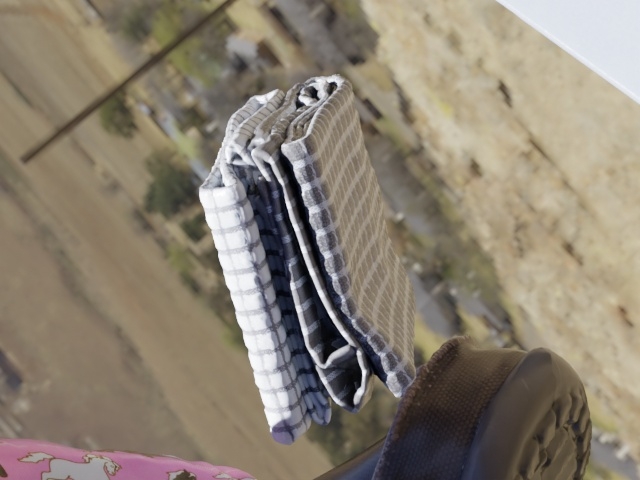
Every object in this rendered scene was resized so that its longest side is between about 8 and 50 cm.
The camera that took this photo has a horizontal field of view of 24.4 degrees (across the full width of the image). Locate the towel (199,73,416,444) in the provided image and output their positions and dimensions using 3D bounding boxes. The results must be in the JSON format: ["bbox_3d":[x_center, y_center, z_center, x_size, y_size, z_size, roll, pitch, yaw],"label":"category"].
[{"bbox_3d":[0.000,0.000,1.223,0.284,0.121,0.235,-75,-30,-72],"label":"towel"}]

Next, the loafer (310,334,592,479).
[{"bbox_3d":[0.001,0.168,0.653,0.130,0.134,0.366,33,132,13],"label":"loafer"}]

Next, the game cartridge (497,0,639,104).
[{"bbox_3d":[0.199,-0.200,0.637,0.198,0.297,0.062,40,-156,15],"label":"game cartridge"}]

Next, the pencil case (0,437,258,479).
[{"bbox_3d":[-0.201,0.224,1.035,0.386,0.167,0.160,11,171,-41],"label":"pencil case"}]
